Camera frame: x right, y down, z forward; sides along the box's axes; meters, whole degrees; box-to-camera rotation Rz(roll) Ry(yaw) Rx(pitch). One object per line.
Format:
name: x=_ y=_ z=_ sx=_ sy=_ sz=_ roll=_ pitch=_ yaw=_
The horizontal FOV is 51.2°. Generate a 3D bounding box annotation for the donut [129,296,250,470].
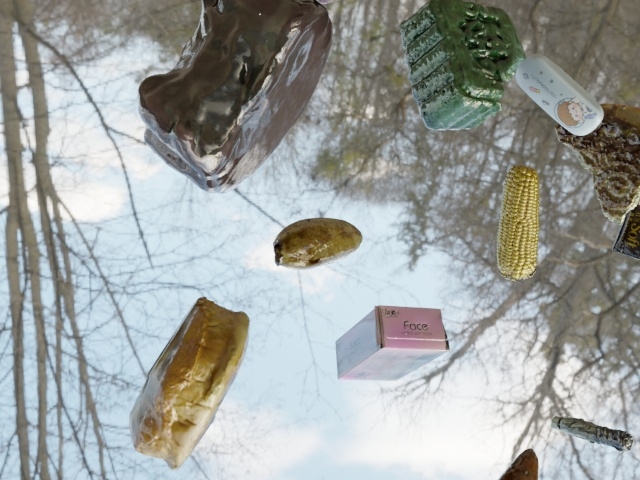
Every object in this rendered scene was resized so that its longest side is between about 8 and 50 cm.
donut: x=-0.261 y=0.267 z=1.300 sx=0.159 sy=0.330 sz=0.330 roll=27 pitch=-155 yaw=-17

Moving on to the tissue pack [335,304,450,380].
tissue pack: x=0.136 y=0.214 z=1.361 sx=0.148 sy=0.246 sz=0.093 roll=5 pitch=-116 yaw=-19

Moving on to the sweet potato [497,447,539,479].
sweet potato: x=0.314 y=0.545 z=1.234 sx=0.359 sy=0.112 sz=0.112 roll=-43 pitch=-130 yaw=-13

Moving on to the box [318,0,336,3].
box: x=0.019 y=-0.647 z=1.382 sx=0.193 sy=0.167 sz=0.294 roll=-32 pitch=-95 yaw=-42

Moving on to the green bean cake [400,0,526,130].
green bean cake: x=0.373 y=-0.434 z=1.650 sx=0.307 sy=0.169 sz=0.300 roll=-6 pitch=-104 yaw=-35

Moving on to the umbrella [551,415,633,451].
umbrella: x=0.602 y=0.426 z=1.482 sx=0.050 sy=0.046 sz=0.188 roll=0 pitch=179 yaw=-33

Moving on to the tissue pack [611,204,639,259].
tissue pack: x=0.917 y=-0.113 z=1.705 sx=0.210 sy=0.370 sz=0.198 roll=22 pitch=-157 yaw=29

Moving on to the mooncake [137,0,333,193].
mooncake: x=-0.150 y=-0.276 z=1.203 sx=0.212 sy=0.350 sz=0.381 roll=35 pitch=-100 yaw=14

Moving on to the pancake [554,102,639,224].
pancake: x=0.605 y=-0.158 z=1.373 sx=0.057 sy=0.245 sz=0.266 roll=-4 pitch=-170 yaw=-39

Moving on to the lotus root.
lotus root: x=0.000 y=0.000 z=1.448 sx=0.258 sy=0.097 sz=0.110 roll=-15 pitch=-106 yaw=-48

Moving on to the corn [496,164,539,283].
corn: x=0.513 y=-0.043 z=1.728 sx=0.106 sy=0.305 sz=0.106 roll=-2 pitch=-161 yaw=1

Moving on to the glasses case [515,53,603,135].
glasses case: x=0.433 y=-0.264 z=1.212 sx=0.178 sy=0.067 sz=0.045 roll=43 pitch=-130 yaw=3
